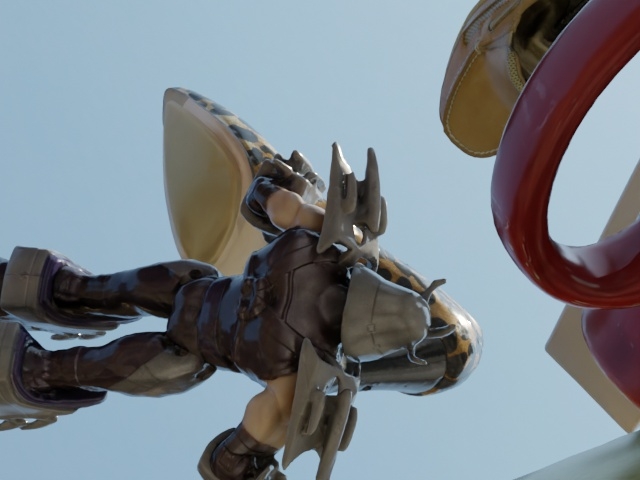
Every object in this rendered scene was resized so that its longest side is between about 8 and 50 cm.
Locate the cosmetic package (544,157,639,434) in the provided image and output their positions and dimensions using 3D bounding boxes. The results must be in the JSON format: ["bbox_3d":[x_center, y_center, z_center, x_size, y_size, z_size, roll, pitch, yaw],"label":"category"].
[{"bbox_3d":[0.317,-0.062,1.261,0.284,0.097,0.377,-35,-20,-27],"label":"cosmetic package"}]

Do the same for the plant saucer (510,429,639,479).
[{"bbox_3d":[-0.003,0.204,0.299,0.332,0.333,0.081,-22,-29,5],"label":"plant saucer"}]

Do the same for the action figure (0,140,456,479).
[{"bbox_3d":[-0.061,0.042,0.957,0.099,0.285,0.185,51,-135,-46],"label":"action figure"}]

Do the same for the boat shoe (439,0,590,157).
[{"bbox_3d":[0.101,-0.090,0.894,0.068,0.072,0.190,31,-40,-2],"label":"boat shoe"}]

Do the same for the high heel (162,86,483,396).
[{"bbox_3d":[0.000,0.000,1.329,0.186,0.261,0.093,0,-39,-47],"label":"high heel"}]

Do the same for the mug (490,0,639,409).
[{"bbox_3d":[0.132,-0.032,0.441,0.150,0.113,0.169,-8,-55,-49],"label":"mug"}]
